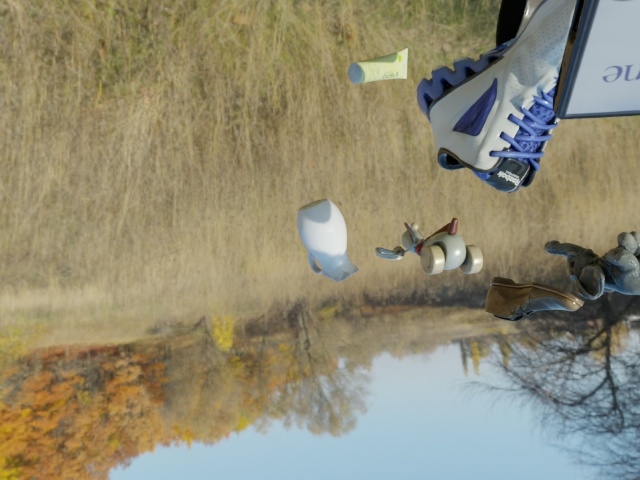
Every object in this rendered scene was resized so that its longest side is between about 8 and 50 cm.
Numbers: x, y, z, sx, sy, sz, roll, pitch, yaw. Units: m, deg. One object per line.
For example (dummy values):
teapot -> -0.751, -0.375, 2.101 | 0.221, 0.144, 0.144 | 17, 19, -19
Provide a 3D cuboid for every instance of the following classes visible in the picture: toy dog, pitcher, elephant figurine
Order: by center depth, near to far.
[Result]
elephant figurine -> 0.737, 0.079, 1.372 | 0.169, 0.186, 0.239 | 32, 147, -21
pitcher -> 0.000, 0.000, 1.396 | 0.125, 0.207, 0.178 | -30, -164, -35
toy dog -> 0.333, -0.009, 1.542 | 0.220, 0.161, 0.334 | -7, -163, -36

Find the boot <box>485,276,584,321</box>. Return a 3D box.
boot -> 0.572, 0.176, 1.414 | 0.112, 0.115, 0.305 | 31, 168, -20

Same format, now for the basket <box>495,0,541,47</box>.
basket -> 0.518, -0.480, 1.114 | 0.227, 0.204, 0.154 | 9, -177, -4

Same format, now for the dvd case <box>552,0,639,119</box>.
dvd case -> 0.226, -0.148, 0.244 | 0.180, 0.022, 0.253 | -1, 154, 14

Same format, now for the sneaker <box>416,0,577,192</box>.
sneaker -> 0.258, -0.161, 0.636 | 0.127, 0.182, 0.315 | 10, 160, -35

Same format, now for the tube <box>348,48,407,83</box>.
tube -> 0.189, -0.528, 1.587 | 0.240, 0.062, 0.070 | -23, 165, -37
